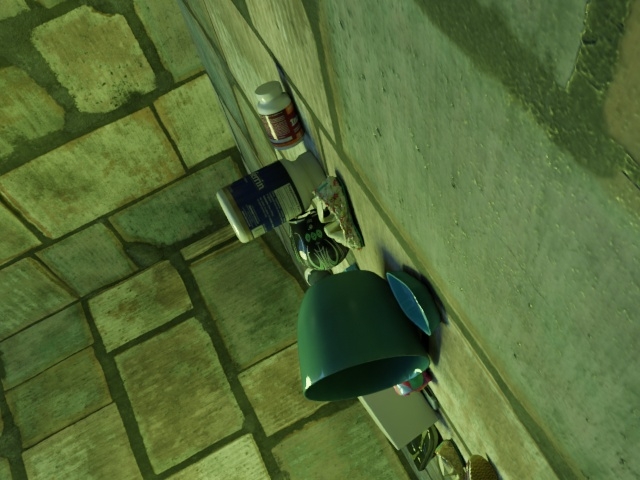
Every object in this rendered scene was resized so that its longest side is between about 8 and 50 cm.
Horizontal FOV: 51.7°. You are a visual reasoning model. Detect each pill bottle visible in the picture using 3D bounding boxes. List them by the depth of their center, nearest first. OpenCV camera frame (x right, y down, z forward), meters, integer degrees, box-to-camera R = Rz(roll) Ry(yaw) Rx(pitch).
[{"bbox_3d":[-0.101,-0.301,1.587,0.086,0.086,0.152,53,169,53],"label":"pill bottle"},{"bbox_3d":[-0.118,-0.117,1.690,0.153,0.265,0.153,60,172,15],"label":"pill bottle"}]

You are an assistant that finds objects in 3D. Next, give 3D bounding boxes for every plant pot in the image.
[{"bbox_3d":[0.077,0.210,1.518,0.293,0.293,0.235,76,179,-63],"label":"plant pot"}]

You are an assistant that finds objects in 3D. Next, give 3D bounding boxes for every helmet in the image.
[{"bbox_3d":[0.000,0.000,1.730,0.169,0.169,0.161,-148,36,-77],"label":"helmet"}]

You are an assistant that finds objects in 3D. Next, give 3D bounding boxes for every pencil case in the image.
[{"bbox_3d":[0.188,0.281,1.687,0.236,0.104,0.104,59,173,16],"label":"pencil case"}]

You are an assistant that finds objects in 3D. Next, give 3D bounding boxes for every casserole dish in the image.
[{"bbox_3d":[0.186,0.115,1.303,0.114,0.037,0.188,64,174,-15],"label":"casserole dish"}]

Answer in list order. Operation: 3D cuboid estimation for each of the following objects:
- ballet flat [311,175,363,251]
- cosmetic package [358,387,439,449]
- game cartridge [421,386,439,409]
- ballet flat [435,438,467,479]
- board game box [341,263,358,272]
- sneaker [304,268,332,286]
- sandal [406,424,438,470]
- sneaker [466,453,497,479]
[{"bbox_3d":[0.037,-0.054,1.575,0.091,0.077,0.241,54,170,48],"label":"ballet flat"},{"bbox_3d":[0.156,0.381,1.875,0.365,0.155,0.197,57,172,-7],"label":"cosmetic package"},{"bbox_3d":[0.292,0.417,1.789,0.083,0.017,0.056,55,174,46],"label":"game cartridge"},{"bbox_3d":[0.380,0.654,1.849,0.206,0.067,0.073,62,172,-3],"label":"ballet flat"},{"bbox_3d":[0.129,0.176,1.955,0.211,0.039,0.160,61,173,5],"label":"board game box"},{"bbox_3d":[0.035,0.213,2.544,0.153,0.099,0.282,63,-178,42],"label":"sneaker"},{"bbox_3d":[0.342,0.657,2.124,0.303,0.086,0.120,103,146,-58],"label":"sandal"},{"bbox_3d":[0.376,0.569,1.533,0.185,0.070,0.084,64,168,-11],"label":"sneaker"}]
